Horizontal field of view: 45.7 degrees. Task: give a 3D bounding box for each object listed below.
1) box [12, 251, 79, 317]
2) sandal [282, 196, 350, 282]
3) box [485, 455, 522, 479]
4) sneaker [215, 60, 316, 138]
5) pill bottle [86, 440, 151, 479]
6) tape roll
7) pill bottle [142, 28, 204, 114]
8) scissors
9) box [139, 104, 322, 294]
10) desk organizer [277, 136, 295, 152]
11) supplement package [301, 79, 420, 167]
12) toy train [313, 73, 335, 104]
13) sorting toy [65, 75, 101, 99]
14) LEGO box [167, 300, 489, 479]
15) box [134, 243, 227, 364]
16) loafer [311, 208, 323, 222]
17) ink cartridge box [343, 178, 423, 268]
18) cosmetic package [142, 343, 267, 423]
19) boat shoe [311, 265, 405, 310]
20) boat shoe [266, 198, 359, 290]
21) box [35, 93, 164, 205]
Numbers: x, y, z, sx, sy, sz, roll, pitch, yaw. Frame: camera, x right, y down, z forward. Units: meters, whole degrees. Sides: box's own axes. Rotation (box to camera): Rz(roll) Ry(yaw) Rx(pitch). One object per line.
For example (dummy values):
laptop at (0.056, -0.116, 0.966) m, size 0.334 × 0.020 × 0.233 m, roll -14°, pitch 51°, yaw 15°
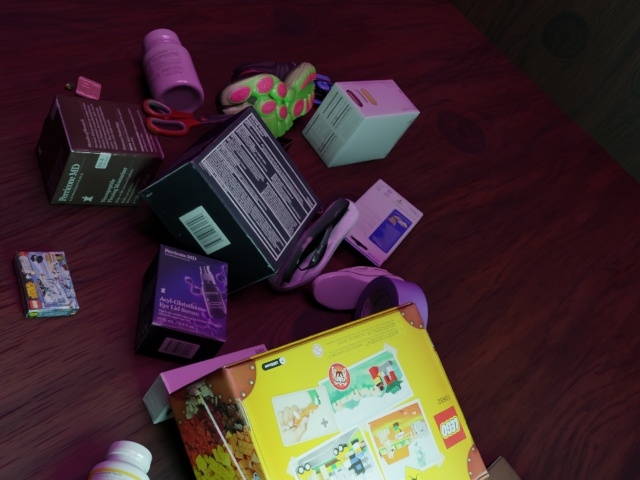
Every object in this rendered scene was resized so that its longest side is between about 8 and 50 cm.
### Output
box at (-0.522, 0.082, 1.441) m, size 0.094 × 0.027 × 0.137 m, roll 1°, pitch 51°, yaw -38°
sandal at (0.000, -0.001, 1.716) m, size 0.054 × 0.097 × 0.254 m, roll 35°, pitch 62°, yaw 8°
box at (0.283, 0.599, 1.457) m, size 0.381 × 0.143 × 0.191 m, roll -20°, pitch 65°, yaw -45°
sneaker at (-0.169, -0.387, 2.067) m, size 0.202 × 0.185 × 0.483 m, roll 8°, pitch 19°, yaw 18°
pill bottle at (-0.328, 0.415, 1.197) m, size 0.103 × 0.103 × 0.184 m, roll 27°, pitch 39°, yaw -13°
tape roll at (0.157, 0.180, 1.735) m, size 0.080 × 0.189 × 0.189 m, roll 15°, pitch 44°, yaw -25°
pill bottle at (-0.393, -0.439, 1.977) m, size 0.131 × 0.131 × 0.229 m, roll 4°, pitch 50°, yaw -35°
scissors at (-0.278, -0.268, 1.740) m, size 0.297 × 0.021 × 0.109 m, roll 1°, pitch 48°, yaw -45°
box at (-0.185, -0.090, 1.683) m, size 0.296 × 0.183 × 0.294 m, roll 55°, pitch 37°, yaw -16°
desk organizer at (-0.124, -0.249, 2.056) m, size 0.047 × 0.050 × 0.130 m, roll 40°, pitch 39°, yaw 3°
supplement package at (0.119, -0.344, 2.215) m, size 0.262 × 0.204 × 0.145 m, roll -16°, pitch 63°, yaw -46°
toy train at (-0.013, -0.473, 2.346) m, size 0.184 × 0.080 × 0.105 m, roll 9°, pitch 41°, yaw -31°
sorting toy at (-0.583, -0.375, 1.862) m, size 0.083 × 0.012 × 0.062 m, roll 19°, pitch 47°, yaw -26°
LEGO box at (0.032, 0.360, 1.386) m, size 0.500 × 0.193 × 0.372 m, roll -12°, pitch 76°, yaw -44°
box at (-0.275, 0.131, 1.518) m, size 0.153 × 0.108 × 0.207 m, roll 17°, pitch 43°, yaw -23°
loafer at (-0.088, -0.157, 1.899) m, size 0.267 × 0.084 × 0.096 m, roll 54°, pitch 39°, yaw -14°
ink cartridge box at (0.145, -0.037, 2.041) m, size 0.165 × 0.065 × 0.333 m, roll 41°, pitch 37°, yaw 5°
cosmetic package at (-0.207, 0.271, 1.440) m, size 0.239 × 0.099 × 0.060 m, roll -10°, pitch 61°, yaw -42°
boat shoe at (0.083, 0.104, 1.838) m, size 0.268 × 0.096 × 0.088 m, roll -3°, pitch 25°, yaw -31°
boat shoe at (-0.014, 0.022, 1.812) m, size 0.109 × 0.094 × 0.302 m, roll 41°, pitch 63°, yaw 11°
box at (-0.476, -0.189, 1.633) m, size 0.203 × 0.168 × 0.167 m, roll -1°, pitch 53°, yaw -37°
